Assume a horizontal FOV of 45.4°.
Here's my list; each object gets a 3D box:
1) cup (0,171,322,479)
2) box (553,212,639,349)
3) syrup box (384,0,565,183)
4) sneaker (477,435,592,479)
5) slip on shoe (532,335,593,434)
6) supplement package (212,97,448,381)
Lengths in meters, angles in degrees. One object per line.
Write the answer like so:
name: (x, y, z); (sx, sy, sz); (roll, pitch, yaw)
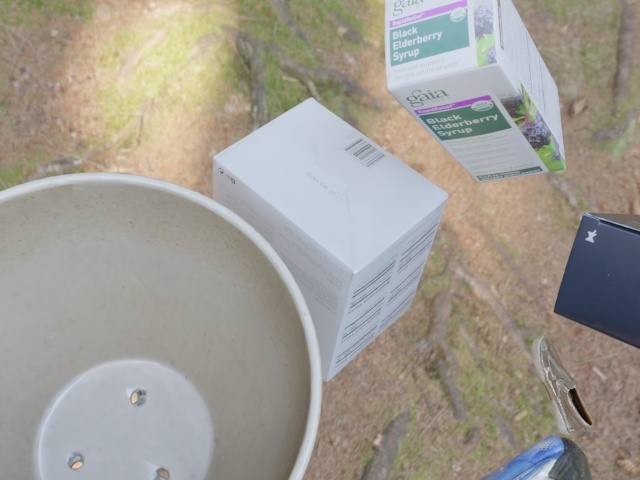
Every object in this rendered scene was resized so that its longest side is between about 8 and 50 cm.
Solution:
cup: (-0.173, 0.145, 0.629); (0.331, 0.237, 0.331); (2, 63, -4)
box: (0.359, 0.044, 0.770); (0.207, 0.108, 0.153); (-1, 19, -45)
syrup box: (0.146, -0.137, 0.691); (0.093, 0.237, 0.096); (-9, 72, 27)
sneaker: (0.100, 0.276, 0.722); (0.130, 0.330, 0.147); (41, 16, -34)
slip on shoe: (0.322, 0.191, 1.018); (0.051, 0.041, 0.135); (-10, 82, -47)
supplement package: (0.000, 0.000, 0.824); (0.194, 0.203, 0.149); (40, 56, 22)
